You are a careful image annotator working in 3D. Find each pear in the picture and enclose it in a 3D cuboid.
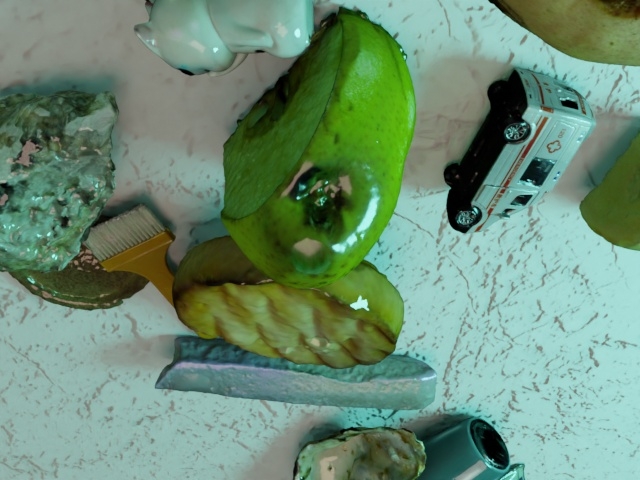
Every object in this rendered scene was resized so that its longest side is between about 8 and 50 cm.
[{"bbox_3d":[0.015,-0.080,1.133,0.164,0.255,0.238,31,121,-24],"label":"pear"}]

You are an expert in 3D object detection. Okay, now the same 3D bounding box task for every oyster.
[{"bbox_3d":[0.059,0.364,1.626,0.294,0.094,0.166,-30,82,34],"label":"oyster"},{"bbox_3d":[-0.336,-0.070,1.232,0.198,0.112,0.267,13,125,-7],"label":"oyster"}]

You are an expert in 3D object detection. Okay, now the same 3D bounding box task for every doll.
[{"bbox_3d":[-0.090,-0.225,1.092,0.181,0.110,0.107,-15,112,10],"label":"doll"}]

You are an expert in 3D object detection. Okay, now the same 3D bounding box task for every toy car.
[{"bbox_3d":[0.223,-0.092,1.231,0.108,0.089,0.209,12,129,-18],"label":"toy car"}]

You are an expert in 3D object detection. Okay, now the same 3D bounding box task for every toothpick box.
[{"bbox_3d":[0.196,0.352,1.627,0.120,0.120,0.184,34,122,-28],"label":"toothpick box"}]

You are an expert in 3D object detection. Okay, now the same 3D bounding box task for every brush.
[{"bbox_3d":[-0.202,0.054,1.404,0.103,0.013,0.272,-24,135,12],"label":"brush"}]

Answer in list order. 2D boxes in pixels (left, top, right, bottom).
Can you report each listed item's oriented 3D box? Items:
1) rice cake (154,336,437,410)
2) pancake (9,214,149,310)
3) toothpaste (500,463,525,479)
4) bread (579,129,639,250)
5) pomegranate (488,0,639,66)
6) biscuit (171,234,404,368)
[{"bbox_3d":[-0.031,0.188,1.511,0.399,0.064,0.070,5,127,-5],"label":"rice cake"},{"bbox_3d":[-0.315,0.027,1.389,0.199,0.021,0.199,-1,135,-1],"label":"pancake"},{"bbox_3d":[0.225,0.448,1.686,0.268,0.047,0.069,-30,102,-20],"label":"toothpaste"},{"bbox_3d":[0.384,-0.047,1.241,0.086,0.125,0.156,7,135,-35],"label":"bread"},{"bbox_3d":[0.268,-0.301,0.911,0.322,0.322,0.322,0,133,0],"label":"pomegranate"},{"bbox_3d":[-0.039,0.073,1.336,0.296,0.102,0.296,10,156,5],"label":"biscuit"}]
